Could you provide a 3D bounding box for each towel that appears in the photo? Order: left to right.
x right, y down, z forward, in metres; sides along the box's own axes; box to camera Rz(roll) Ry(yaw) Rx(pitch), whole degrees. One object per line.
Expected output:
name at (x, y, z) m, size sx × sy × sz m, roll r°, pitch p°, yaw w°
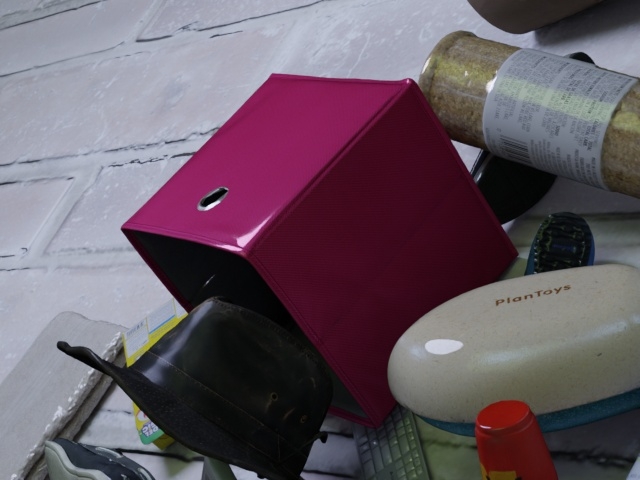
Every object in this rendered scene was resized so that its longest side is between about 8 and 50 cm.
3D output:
towel at (-0.368, 0.219, 1.750) m, size 0.187 × 0.049 × 0.282 m, roll 9°, pitch 57°, yaw 49°

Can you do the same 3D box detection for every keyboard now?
keyboard at (0.066, 0.198, 1.349) m, size 0.072 × 0.014 × 0.256 m, roll -33°, pitch 34°, yaw 14°

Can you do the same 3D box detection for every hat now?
hat at (-0.078, 0.137, 1.263) m, size 0.134 × 0.331 × 0.331 m, roll -57°, pitch 35°, yaw -5°

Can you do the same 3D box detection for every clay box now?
clay box at (-0.168, 0.157, 1.605) m, size 0.127 × 0.053 × 0.222 m, roll -35°, pitch 34°, yaw 10°

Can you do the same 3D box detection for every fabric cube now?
fabric cube at (0.000, 0.000, 1.401) m, size 0.258 × 0.259 × 0.254 m, roll -48°, pitch 31°, yaw -21°

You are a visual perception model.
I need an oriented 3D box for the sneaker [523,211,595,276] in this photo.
sneaker at (0.221, 0.077, 1.297) m, size 0.069 × 0.082 × 0.209 m, roll 16°, pitch 76°, yaw 16°

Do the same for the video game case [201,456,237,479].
video game case at (-0.082, 0.329, 1.238) m, size 0.201 × 0.023 × 0.183 m, roll -133°, pitch 48°, yaw -57°

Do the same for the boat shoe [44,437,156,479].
boat shoe at (-0.265, 0.281, 1.564) m, size 0.079 × 0.084 × 0.233 m, roll -14°, pitch 11°, yaw -30°

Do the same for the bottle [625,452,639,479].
bottle at (0.319, 0.168, 1.045) m, size 0.118 × 0.092 × 0.283 m, roll 4°, pitch 54°, yaw 55°

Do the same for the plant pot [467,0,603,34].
plant pot at (0.286, -0.368, 1.602) m, size 0.229 × 0.263 × 0.263 m, roll -38°, pitch 28°, yaw 41°

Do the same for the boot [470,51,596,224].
boot at (0.199, -0.117, 1.521) m, size 0.236 × 0.085 × 0.178 m, roll -54°, pitch 30°, yaw -17°

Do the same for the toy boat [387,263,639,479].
toy boat at (0.179, 0.143, 1.116) m, size 0.267 × 0.148 × 0.318 m, roll -11°, pitch 21°, yaw 18°

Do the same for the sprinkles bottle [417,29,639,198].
sprinkles bottle at (0.267, -0.116, 1.314) m, size 0.355 × 0.121 × 0.121 m, roll 21°, pitch 67°, yaw 35°
